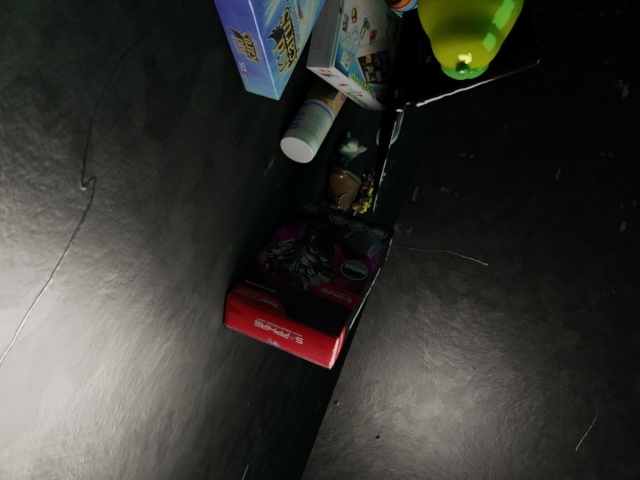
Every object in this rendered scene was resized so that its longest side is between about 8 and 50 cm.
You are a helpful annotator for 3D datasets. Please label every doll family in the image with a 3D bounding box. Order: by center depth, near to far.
[{"bbox_3d":[0.159,-0.165,2.137,0.111,0.076,0.193,7,98,-73],"label":"doll family"}]

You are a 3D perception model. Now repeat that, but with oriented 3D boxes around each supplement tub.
[{"bbox_3d":[-0.024,-0.208,1.248,0.071,0.071,0.107,91,22,-57],"label":"supplement tub"}]

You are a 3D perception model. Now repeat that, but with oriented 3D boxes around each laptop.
[{"bbox_3d":[0.256,-0.308,1.369,0.236,0.408,0.382,56,30,-36],"label":"laptop"}]

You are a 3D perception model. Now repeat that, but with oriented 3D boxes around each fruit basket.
[{"bbox_3d":[0.272,-0.473,1.118,0.283,0.392,0.392,-24,144,-26],"label":"fruit basket"}]

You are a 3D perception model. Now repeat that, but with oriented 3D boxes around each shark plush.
[{"bbox_3d":[0.061,-0.228,1.709,0.067,0.073,0.161,-47,-177,-14],"label":"shark plush"}]

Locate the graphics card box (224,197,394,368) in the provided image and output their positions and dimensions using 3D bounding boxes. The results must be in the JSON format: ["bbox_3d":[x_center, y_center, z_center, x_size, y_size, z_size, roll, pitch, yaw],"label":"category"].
[{"bbox_3d":[-0.011,0.071,1.362,0.371,0.232,0.094,-55,160,-49],"label":"graphics card box"}]

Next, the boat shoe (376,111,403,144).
[{"bbox_3d":[0.228,-0.347,2.151,0.083,0.065,0.183,91,21,-53],"label":"boat shoe"}]

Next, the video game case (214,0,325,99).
[{"bbox_3d":[-0.052,-0.366,0.896,0.269,0.061,0.244,74,38,-70],"label":"video game case"}]

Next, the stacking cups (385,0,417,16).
[{"bbox_3d":[0.184,-0.588,1.566,0.316,0.096,0.096,-25,134,-66],"label":"stacking cups"}]

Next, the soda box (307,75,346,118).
[{"bbox_3d":[0.035,-0.331,1.343,0.061,0.058,0.181,90,23,-57],"label":"soda box"}]

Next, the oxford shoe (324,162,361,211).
[{"bbox_3d":[0.053,-0.125,1.698,0.096,0.082,0.227,-62,165,-15],"label":"oxford shoe"}]

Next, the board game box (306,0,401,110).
[{"bbox_3d":[0.073,-0.376,1.252,0.305,0.053,0.193,9,91,-66],"label":"board game box"}]
